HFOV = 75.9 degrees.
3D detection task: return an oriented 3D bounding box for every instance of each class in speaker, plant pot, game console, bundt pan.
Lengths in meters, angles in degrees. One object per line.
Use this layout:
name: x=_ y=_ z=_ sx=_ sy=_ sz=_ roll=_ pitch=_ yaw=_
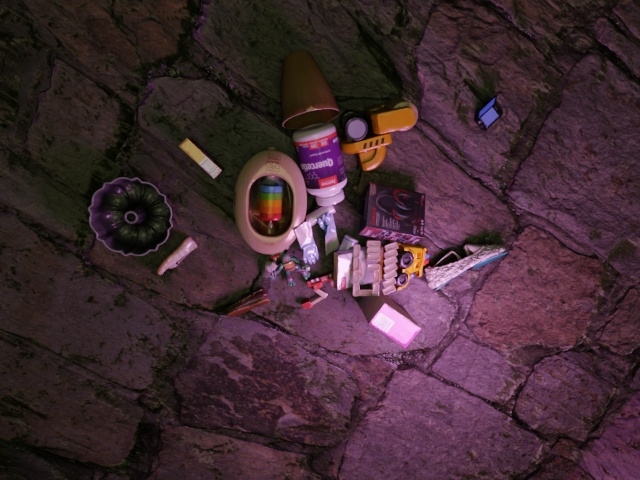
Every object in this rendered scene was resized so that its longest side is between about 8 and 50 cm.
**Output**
speaker: x=-0.002 y=-0.117 z=1.836 sx=0.136 sy=0.055 sz=0.055 roll=-31 pitch=104 yaw=1
plant pot: x=-0.066 y=-0.607 z=1.642 sx=0.237 sy=0.237 sz=0.254 roll=-13 pitch=92 yaw=-3
game console: x=0.749 y=-0.561 z=1.811 sx=0.122 sy=0.071 sz=0.107 roll=-43 pitch=104 yaw=5
bundt pan: x=-0.773 y=-0.105 z=1.714 sx=0.331 sy=0.124 sz=0.330 roll=-1 pitch=102 yaw=-7

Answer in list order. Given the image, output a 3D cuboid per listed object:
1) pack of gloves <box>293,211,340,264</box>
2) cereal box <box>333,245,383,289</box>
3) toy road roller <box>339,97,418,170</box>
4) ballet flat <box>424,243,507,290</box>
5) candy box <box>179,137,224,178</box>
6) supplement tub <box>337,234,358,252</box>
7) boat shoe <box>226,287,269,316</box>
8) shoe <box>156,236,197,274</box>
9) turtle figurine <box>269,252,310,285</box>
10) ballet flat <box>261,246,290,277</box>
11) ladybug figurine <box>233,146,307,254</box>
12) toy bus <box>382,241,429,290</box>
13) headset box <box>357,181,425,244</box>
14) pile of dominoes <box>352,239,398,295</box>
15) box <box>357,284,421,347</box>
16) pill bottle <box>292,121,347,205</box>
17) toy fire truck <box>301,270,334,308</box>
pack of gloves: x=0.000 y=0.000 z=1.790 sx=0.195 sy=0.046 sz=0.232 roll=-32 pitch=132 yaw=-20
cereal box: x=0.173 y=0.120 z=1.868 sx=0.240 sy=0.047 sz=0.173 roll=-11 pitch=113 yaw=-25
toy road roller: x=0.240 y=-0.439 z=1.722 sx=0.330 sy=0.202 sz=0.240 roll=-15 pitch=116 yaw=2
ballet flat: x=0.675 y=0.093 z=1.930 sx=0.409 sy=0.147 sz=0.147 roll=-27 pitch=105 yaw=-1
candy box: x=-0.488 y=-0.342 z=1.700 sx=0.053 sy=0.109 sz=0.187 roll=-44 pitch=105 yaw=5
supplement tub: x=0.123 y=0.033 z=1.877 sx=0.071 sy=0.071 sz=0.107 roll=22 pitch=100 yaw=-11
boat shoe: x=-0.339 y=0.286 z=1.889 sx=0.207 sy=0.073 sz=0.073 roll=-21 pitch=67 yaw=-5
shoe: x=-0.631 y=0.077 z=1.797 sx=0.219 sy=0.076 sz=0.058 roll=-45 pitch=99 yaw=3
turtle figurine: x=-0.131 y=0.118 z=1.800 sx=0.175 sy=0.234 sz=0.118 roll=-12 pitch=61 yaw=10
ballet flat: x=-0.206 y=0.082 z=1.851 sx=0.072 sy=0.068 sz=0.213 roll=31 pitch=98 yaw=-12
ladybug figurine: x=-0.212 y=-0.170 z=1.744 sx=0.305 sy=0.162 sz=0.449 roll=5 pitch=103 yaw=-7
toy bus: x=0.412 y=0.111 z=1.904 sx=0.211 sy=0.149 sz=0.220 roll=1 pitch=106 yaw=-23
headset box: x=0.301 y=-0.118 z=1.796 sx=0.293 sy=0.110 sz=0.218 roll=11 pitch=69 yaw=-8
pile of dominoes: x=0.241 y=0.122 z=1.821 sx=0.196 sy=0.040 sz=0.251 roll=1 pitch=98 yaw=1
box: x=0.308 y=0.343 z=1.881 sx=0.214 sy=0.243 sz=0.117 roll=35 pitch=97 yaw=-13
pill bottle: x=0.006 y=-0.315 z=1.712 sx=0.182 sy=0.181 sz=0.322 roll=-17 pitch=114 yaw=-2
toy fire truck: x=-0.007 y=0.230 z=1.920 sx=0.192 sy=0.047 sz=0.135 roll=-17 pitch=105 yaw=-3
